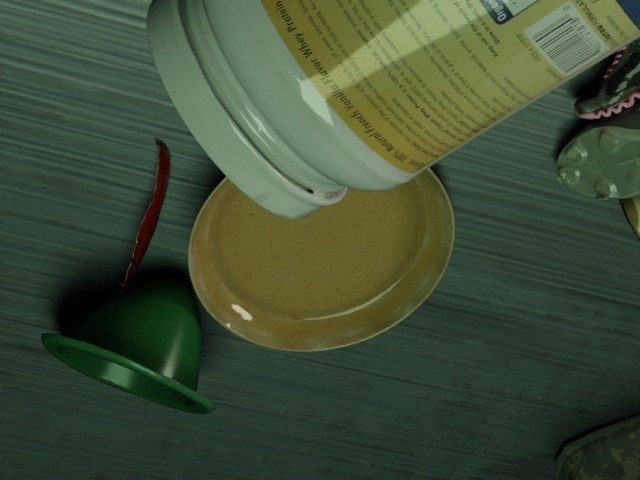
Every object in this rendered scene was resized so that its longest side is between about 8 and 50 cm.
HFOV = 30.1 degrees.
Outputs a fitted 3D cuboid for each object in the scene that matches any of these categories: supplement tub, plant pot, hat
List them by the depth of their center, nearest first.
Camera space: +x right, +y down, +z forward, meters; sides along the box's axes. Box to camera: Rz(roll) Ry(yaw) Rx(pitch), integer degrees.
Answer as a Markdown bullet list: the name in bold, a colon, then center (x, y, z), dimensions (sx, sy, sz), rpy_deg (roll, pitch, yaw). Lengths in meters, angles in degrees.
- **supplement tub**: center (0.062, -0.174, 0.807), dimensions (0.316, 0.228, 0.228), rpy_deg (-32, 123, 21)
- **plant pot**: center (0.000, 0.000, 1.052), dimensions (0.236, 0.032, 0.236), rpy_deg (-6, 126, -8)
- **hat**: center (-0.143, 0.045, 1.107), dimensions (0.173, 0.184, 0.208), rpy_deg (27, 162, -19)

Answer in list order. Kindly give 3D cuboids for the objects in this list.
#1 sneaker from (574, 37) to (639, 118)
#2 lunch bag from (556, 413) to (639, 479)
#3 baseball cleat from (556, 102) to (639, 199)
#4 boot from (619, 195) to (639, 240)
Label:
- **sneaker**: center (0.253, -0.144, 0.963), dimensions (0.119, 0.047, 0.057), rpy_deg (-32, 101, 20)
- **lunch bag**: center (0.391, 0.299, 1.186), dimensions (0.287, 0.235, 0.169), rpy_deg (6, 125, -9)
- **baseball cleat**: center (0.294, -0.094, 0.979), dimensions (0.206, 0.109, 0.072), rpy_deg (-19, 104, 48)
- **boot**: center (0.382, -0.007, 1.050), dimensions (0.165, 0.077, 0.213), rpy_deg (-33, 122, 19)
